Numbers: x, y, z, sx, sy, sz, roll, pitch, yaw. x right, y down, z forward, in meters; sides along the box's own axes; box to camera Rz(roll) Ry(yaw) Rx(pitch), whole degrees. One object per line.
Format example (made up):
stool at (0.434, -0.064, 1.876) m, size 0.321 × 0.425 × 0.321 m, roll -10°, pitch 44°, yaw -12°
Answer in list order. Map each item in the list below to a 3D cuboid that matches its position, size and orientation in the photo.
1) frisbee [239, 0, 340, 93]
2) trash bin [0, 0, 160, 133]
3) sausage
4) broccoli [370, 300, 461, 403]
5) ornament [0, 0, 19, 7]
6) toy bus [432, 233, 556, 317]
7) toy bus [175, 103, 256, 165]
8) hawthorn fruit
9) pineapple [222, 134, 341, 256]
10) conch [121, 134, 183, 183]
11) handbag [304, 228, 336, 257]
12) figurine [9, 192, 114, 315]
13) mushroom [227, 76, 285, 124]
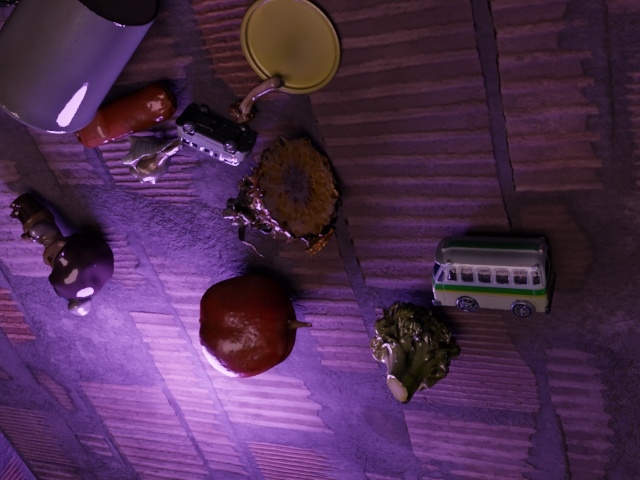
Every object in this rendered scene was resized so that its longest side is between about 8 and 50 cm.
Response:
frisbee at (-0.066, -0.425, 1.662) m, size 0.235 × 0.017 × 0.236 m, roll 13°, pitch 132°, yaw 15°
trash bin at (-0.570, -0.442, 1.724) m, size 0.280 × 0.280 × 0.432 m, roll 42°, pitch 130°, yaw -12°
sausage at (-0.489, -0.312, 1.918) m, size 0.348 × 0.094 × 0.097 m, roll -11°, pitch 106°, yaw 35°
broccoli at (0.223, 0.304, 1.987) m, size 0.247 × 0.245 × 0.288 m, roll -19°, pitch 113°, yaw 47°
ornament at (-0.752, -0.662, 1.759) m, size 0.202 × 0.080 × 0.236 m, roll -3°, pitch 129°, yaw 25°
toy bus at (0.396, 0.072, 1.780) m, size 0.275 × 0.134 × 0.165 m, roll 2°, pitch 129°, yaw 23°
toy bus at (-0.253, -0.250, 1.861) m, size 0.193 × 0.087 × 0.089 m, roll 24°, pitch 141°, yaw 5°
hawthorn fruit at (-0.173, 0.236, 2.119) m, size 0.330 × 0.287 × 0.287 m, roll -5°, pitch 125°, yaw 22°
pineapple at (-0.124, -0.098, 1.854) m, size 0.271 × 0.262 × 0.262 m, roll -14°, pitch 122°, yaw 50°
conch at (-0.441, -0.221, 1.941) m, size 0.234 × 0.137 × 0.114 m, roll 125°, pitch 130°, yaw -59°
handbag at (0.000, 0.000, 1.963) m, size 0.027 × 0.061 × 0.083 m, roll 41°, pitch 135°, yaw -8°
figurine at (-0.786, 0.031, 2.277) m, size 0.365 × 0.206 × 0.218 m, roll 35°, pitch 136°, yaw -5°
mushroom at (-0.148, -0.322, 1.753) m, size 0.060 × 0.061 × 0.187 m, roll 53°, pitch 138°, yaw -5°
